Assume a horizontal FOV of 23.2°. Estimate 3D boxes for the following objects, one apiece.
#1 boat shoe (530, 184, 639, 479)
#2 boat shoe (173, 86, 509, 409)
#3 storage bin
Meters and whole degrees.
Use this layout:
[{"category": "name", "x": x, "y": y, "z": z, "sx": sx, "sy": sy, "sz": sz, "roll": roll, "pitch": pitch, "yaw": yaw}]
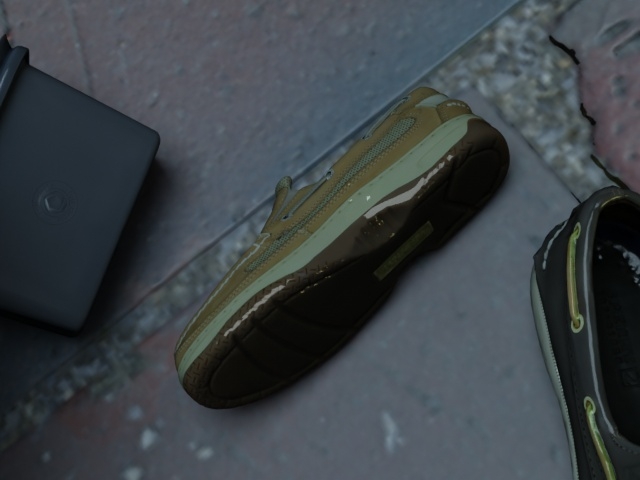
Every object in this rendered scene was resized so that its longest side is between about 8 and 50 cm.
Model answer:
[{"category": "boat shoe", "x": 0.146, "y": 0.087, "z": 0.652, "sx": 0.081, "sy": 0.069, "sz": 0.228, "roll": -13, "pitch": 69, "yaw": -11}, {"category": "boat shoe", "x": 0.000, "y": 0.000, "z": 0.740, "sx": 0.190, "sy": 0.068, "sz": 0.072, "roll": -39, "pitch": 54, "yaw": -10}, {"category": "storage bin", "x": -0.141, "y": -0.016, "z": 0.771, "sx": 0.091, "sy": 0.098, "sz": 0.135, "roll": 24, "pitch": 78, "yaw": -7}]
